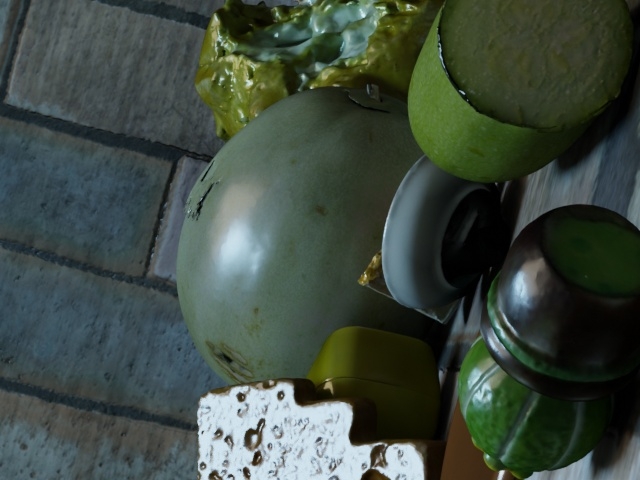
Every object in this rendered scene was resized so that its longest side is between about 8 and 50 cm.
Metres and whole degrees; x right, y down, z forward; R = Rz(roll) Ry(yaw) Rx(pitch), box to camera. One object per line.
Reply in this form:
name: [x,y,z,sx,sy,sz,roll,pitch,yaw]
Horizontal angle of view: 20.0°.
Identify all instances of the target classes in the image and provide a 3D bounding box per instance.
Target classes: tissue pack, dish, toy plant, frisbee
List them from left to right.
tissue pack: [0.036,0.172,1.620,0.178,0.123,0.127,115,161,-53]
dish: [0.122,-0.002,1.497,0.141,0.078,0.141,-28,-53,-46]
frisbee: [0.123,0.127,1.308,0.251,0.021,0.251,-164,90,-86]
toy plant: [0.123,0.062,0.976,0.093,0.093,0.162,-79,6,-47]

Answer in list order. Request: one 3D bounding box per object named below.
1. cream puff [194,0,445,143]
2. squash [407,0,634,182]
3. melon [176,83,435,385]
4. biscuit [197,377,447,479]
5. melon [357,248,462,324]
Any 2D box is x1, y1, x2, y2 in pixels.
cream puff: [0.029,-0.138,1.988,0.274,0.323,0.270,52,-154,-53]
squash: [0.127,-0.112,1.274,0.247,0.132,0.132,121,163,-79]
melon: [0.000,0.000,1.748,0.268,0.268,0.330,-83,16,-64]
biscuit: [-0.011,0.222,1.516,0.278,0.043,0.301,-54,51,21]
melon: [0.112,-0.023,1.591,0.182,0.098,0.054,-60,30,0]
